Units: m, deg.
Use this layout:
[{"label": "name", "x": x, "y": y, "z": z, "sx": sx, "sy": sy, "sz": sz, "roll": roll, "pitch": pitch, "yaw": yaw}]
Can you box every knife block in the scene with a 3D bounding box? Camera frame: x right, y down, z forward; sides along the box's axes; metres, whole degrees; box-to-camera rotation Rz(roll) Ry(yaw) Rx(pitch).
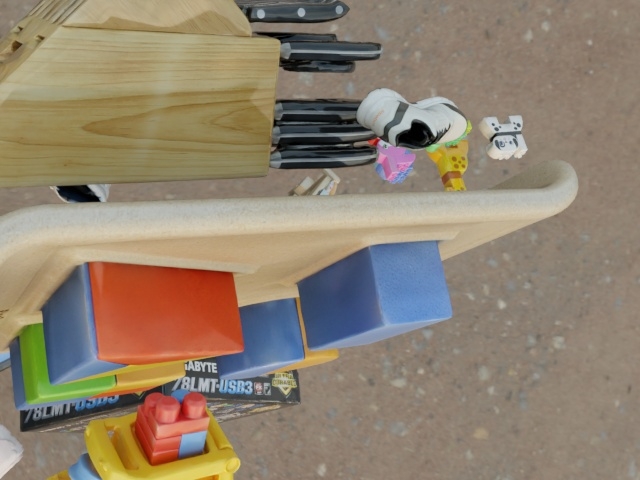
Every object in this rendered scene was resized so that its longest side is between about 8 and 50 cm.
[{"label": "knife block", "x": -0.090, "y": -0.081, "z": 0.578, "sx": 0.276, "sy": 0.088, "sz": 0.242, "roll": -48, "pitch": 125, "yaw": -10}]

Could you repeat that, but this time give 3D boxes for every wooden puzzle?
[{"label": "wooden puzzle", "x": -0.059, "y": 0.046, "z": 0.524, "sx": 0.347, "sy": 0.322, "sz": 0.081, "roll": -9, "pitch": 78, "yaw": -30}]

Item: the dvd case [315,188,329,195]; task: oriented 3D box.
[{"label": "dvd case", "x": 0.000, "y": 0.000, "z": 1.097, "sx": 0.087, "sy": 0.013, "sz": 0.119, "roll": 53, "pitch": 47, "yaw": -20}]

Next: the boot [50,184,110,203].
[{"label": "boot", "x": -0.528, "y": -0.157, "z": 1.666, "sx": 0.258, "sy": 0.123, "sz": 0.095, "roll": 35, "pitch": 106, "yaw": -28}]

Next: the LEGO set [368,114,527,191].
[{"label": "LEGO set", "x": 0.153, "y": -0.091, "z": 1.053, "sx": 0.227, "sy": 0.087, "sz": 0.093, "roll": -7, "pitch": 69, "yaw": -22}]

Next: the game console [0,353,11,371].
[{"label": "game console", "x": -0.661, "y": 0.167, "z": 1.731, "sx": 0.293, "sy": 0.173, "sz": 0.250, "roll": -27, "pitch": 113, "yaw": -29}]

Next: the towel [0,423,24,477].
[{"label": "towel", "x": -0.634, "y": 0.283, "z": 1.137, "sx": 0.317, "sy": 0.053, "sz": 0.332, "roll": -44, "pitch": 98, "yaw": -1}]

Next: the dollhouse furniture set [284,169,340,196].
[{"label": "dollhouse furniture set", "x": 0.004, "y": -0.021, "z": 1.641, "sx": 0.174, "sy": 0.355, "sz": 0.303, "roll": 43, "pitch": 53, "yaw": -8}]

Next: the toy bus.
[{"label": "toy bus", "x": -0.198, "y": 0.253, "z": 0.906, "sx": 0.220, "sy": 0.149, "sz": 0.211, "roll": -6, "pitch": 123, "yaw": -30}]

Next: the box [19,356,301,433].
[{"label": "box", "x": -0.230, "y": 0.231, "z": 1.225, "sx": 0.293, "sy": 0.295, "sz": 0.073, "roll": 16, "pitch": 61, "yaw": -53}]

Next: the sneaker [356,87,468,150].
[{"label": "sneaker", "x": 0.073, "y": -0.080, "z": 0.606, "sx": 0.109, "sy": 0.044, "sz": 0.040, "roll": -4, "pitch": 134, "yaw": -45}]
